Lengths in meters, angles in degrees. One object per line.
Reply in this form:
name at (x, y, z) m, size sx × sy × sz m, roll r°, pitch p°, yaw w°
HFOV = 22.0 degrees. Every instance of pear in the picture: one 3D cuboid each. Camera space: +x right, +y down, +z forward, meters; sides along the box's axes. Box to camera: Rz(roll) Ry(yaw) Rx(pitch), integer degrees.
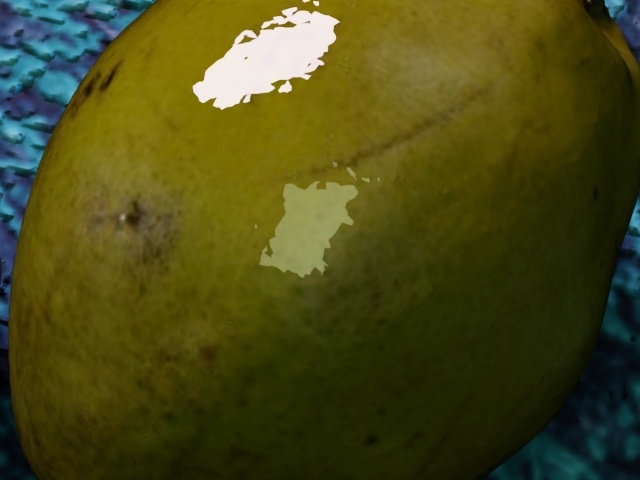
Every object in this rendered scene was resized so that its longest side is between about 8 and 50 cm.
pear at (0.000, 0.000, 0.587) m, size 0.212 × 0.212 × 0.269 m, roll 43°, pitch 92°, yaw 14°

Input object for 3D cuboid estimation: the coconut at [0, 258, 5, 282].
coconut at (-0.227, 0.054, 0.615) m, size 0.202 × 0.202 × 0.222 m, roll 7°, pitch 76°, yaw 9°
